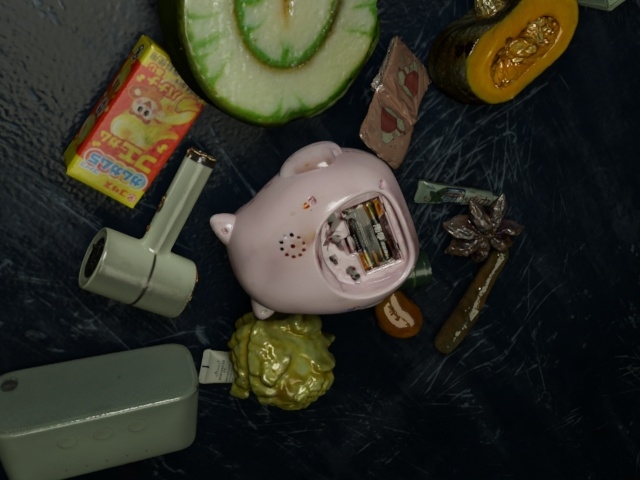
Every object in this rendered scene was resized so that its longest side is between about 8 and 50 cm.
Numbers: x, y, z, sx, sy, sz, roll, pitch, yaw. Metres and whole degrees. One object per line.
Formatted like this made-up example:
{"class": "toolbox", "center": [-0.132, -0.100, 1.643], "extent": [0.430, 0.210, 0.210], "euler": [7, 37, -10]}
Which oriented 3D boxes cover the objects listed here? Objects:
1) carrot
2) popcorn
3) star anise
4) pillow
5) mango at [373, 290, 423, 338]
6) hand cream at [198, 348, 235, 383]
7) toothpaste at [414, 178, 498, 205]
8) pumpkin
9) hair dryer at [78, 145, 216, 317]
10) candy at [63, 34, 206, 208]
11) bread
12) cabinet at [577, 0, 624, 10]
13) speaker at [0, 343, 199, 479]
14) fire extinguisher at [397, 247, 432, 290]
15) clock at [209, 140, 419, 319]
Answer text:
{"class": "carrot", "center": [0.403, 0.150, 1.708], "extent": [0.070, 0.070, 0.342], "euler": [21, 106, -31]}
{"class": "popcorn", "center": [-0.091, 0.261, 1.461], "extent": [0.255, 0.256, 0.195], "euler": [-47, 171, -25]}
{"class": "star anise", "center": [0.385, -0.017, 1.591], "extent": [0.197, 0.073, 0.212], "euler": [-29, 134, 18]}
{"class": "pillow", "center": [0.147, -0.275, 1.320], "extent": [0.135, 0.049, 0.248], "euler": [32, 70, -35]}
{"class": "mango", "center": [0.182, 0.173, 1.616], "extent": [0.105, 0.084, 0.159], "euler": [-37, 103, -2]}
{"class": "hand cream", "center": [-0.148, 0.305, 1.564], "extent": [0.276, 0.059, 0.095], "euler": [7, 111, -21]}
{"class": "toothpaste", "center": [0.325, -0.107, 1.550], "extent": [0.234, 0.038, 0.060], "euler": [4, 120, -23]}
{"class": "pumpkin", "center": [0.365, -0.424, 1.338], "extent": [0.317, 0.139, 0.222], "euler": [-39, 128, 4]}
{"class": "hair dryer", "center": [-0.300, -0.037, 1.282], "extent": [0.203, 0.128, 0.361], "euler": [25, 97, -31]}
{"class": "candy", "center": [-0.327, -0.210, 1.182], "extent": [0.146, 0.088, 0.276], "euler": [32, 101, -35]}
{"class": "bread", "center": [-0.084, -0.379, 1.097], "extent": [0.382, 0.129, 0.366], "euler": [18, 103, -38]}
{"class": "cabinet", "center": [0.563, -0.599, 1.316], "extent": [0.145, 0.150, 0.206], "euler": [-37, 124, -1]}
{"class": "speaker", "center": [-0.464, 0.366, 1.385], "extent": [0.406, 0.183, 0.184], "euler": [-8, 125, -20]}
{"class": "fire extinguisher", "center": [0.103, 0.087, 1.520], "extent": [0.295, 0.093, 0.118], "euler": [-11, 77, -9]}
{"class": "clock", "center": [0.000, 0.000, 1.322], "extent": [0.377, 0.250, 0.368], "euler": [-23, 115, 0]}
